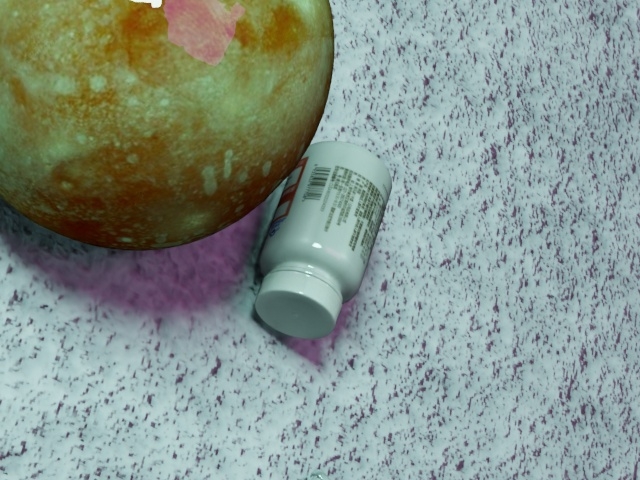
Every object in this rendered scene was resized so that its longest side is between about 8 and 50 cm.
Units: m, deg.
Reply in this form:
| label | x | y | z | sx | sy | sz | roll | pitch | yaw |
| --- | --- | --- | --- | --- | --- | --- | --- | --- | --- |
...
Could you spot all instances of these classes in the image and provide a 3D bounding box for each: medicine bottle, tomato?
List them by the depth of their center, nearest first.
| label | x | y | z | sx | sy | sz | roll | pitch | yaw |
| --- | --- | --- | --- | --- | --- | --- | --- | --- | --- |
| tomato | -0.112 | -0.134 | 1.200 | 0.270 | 0.222 | 0.270 | 22 | 59 | -41 |
| medicine bottle | 0.000 | 0.000 | 1.356 | 0.079 | 0.079 | 0.140 | 39 | 52 | -27 |

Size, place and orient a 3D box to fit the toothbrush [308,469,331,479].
| label | x | y | z | sx | sy | sz | roll | pitch | yaw |
| --- | --- | --- | --- | --- | --- | --- | --- | --- | --- |
| toothbrush | 0.066 | 0.292 | 1.350 | 0.025 | 0.020 | 0.286 | -40 | 103 | -36 |
